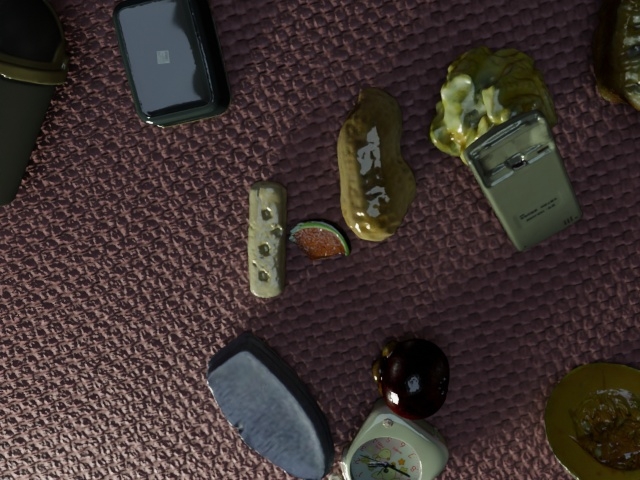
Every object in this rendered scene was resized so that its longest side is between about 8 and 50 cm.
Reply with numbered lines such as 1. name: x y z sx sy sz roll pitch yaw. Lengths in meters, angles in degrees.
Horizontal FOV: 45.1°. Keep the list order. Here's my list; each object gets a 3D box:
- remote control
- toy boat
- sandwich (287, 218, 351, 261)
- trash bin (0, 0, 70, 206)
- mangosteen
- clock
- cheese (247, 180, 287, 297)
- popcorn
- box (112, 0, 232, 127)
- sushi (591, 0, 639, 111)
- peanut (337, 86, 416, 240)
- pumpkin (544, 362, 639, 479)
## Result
1. remote control: 0.298 -0.082 1.119 0.123 0.285 0.038 -32 52 12
2. toy boat: -0.074 0.291 1.295 0.127 0.078 0.283 -38 94 7
3. sandwich: -0.003 -0.003 1.261 0.101 0.026 0.069 -10 104 9
4. trash bin: -0.508 -0.234 1.163 0.214 0.214 0.333 25 105 -1
5. mangosteen: 0.141 0.220 1.250 0.140 0.140 0.140 1 101 4
6. clock: 0.110 0.375 1.303 0.151 0.062 0.191 37 101 -4
7. cheese: -0.087 -0.001 1.260 0.065 0.043 0.194 2 102 9
8. popcorn: 0.251 -0.191 1.142 0.187 0.167 0.185 48 130 29
9. box: -0.229 -0.282 1.194 0.145 0.090 0.201 -11 99 6
10. sushi: 0.496 -0.287 1.111 0.184 0.139 0.274 7 98 2
11. peanut: 0.087 -0.118 1.194 0.120 0.110 0.236 3 94 26
12. pumpkin: 0.468 0.318 1.233 0.217 0.217 0.110 -7 138 6
